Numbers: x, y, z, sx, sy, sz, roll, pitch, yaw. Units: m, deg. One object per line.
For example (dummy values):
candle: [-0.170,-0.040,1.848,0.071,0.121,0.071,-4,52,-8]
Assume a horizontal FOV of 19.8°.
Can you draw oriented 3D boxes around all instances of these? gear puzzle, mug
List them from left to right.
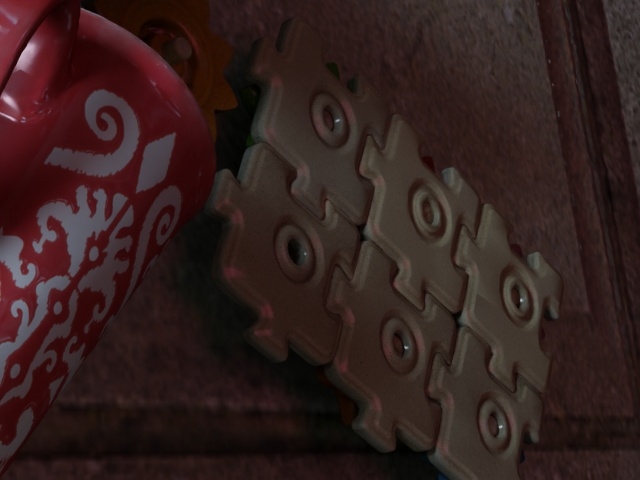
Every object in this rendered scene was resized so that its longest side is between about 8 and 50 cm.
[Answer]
mug: [-0.127,-0.003,0.626,0.169,0.113,0.150,-62,140,-41]
gear puzzle: [0.000,0.000,0.874,0.339,0.044,0.175,42,47,-34]
